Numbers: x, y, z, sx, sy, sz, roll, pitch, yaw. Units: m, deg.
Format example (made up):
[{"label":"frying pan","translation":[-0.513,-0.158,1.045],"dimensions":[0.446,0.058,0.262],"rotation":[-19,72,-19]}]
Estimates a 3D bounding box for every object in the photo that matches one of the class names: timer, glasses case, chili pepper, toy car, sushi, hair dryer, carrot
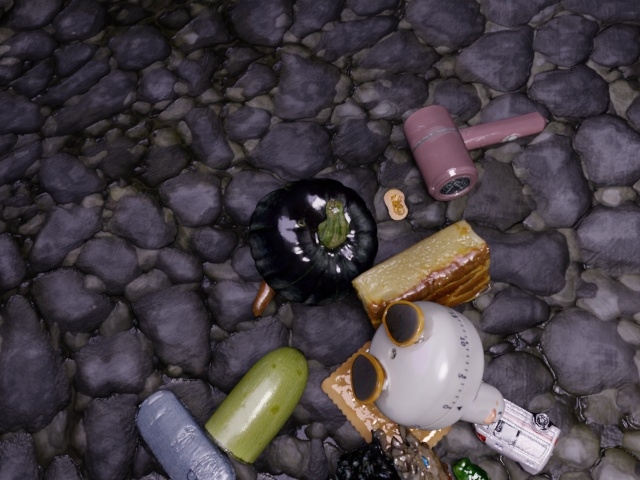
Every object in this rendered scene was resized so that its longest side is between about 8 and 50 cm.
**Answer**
[{"label":"timer","translation":[0.204,0.235,0.972],"dimensions":[0.233,0.240,0.233],"rotation":[-41,37,40]},{"label":"glasses case","translation":[-0.291,0.440,1.123],"dimensions":[0.109,0.067,0.282],"rotation":[-43,64,-12]},{"label":"chili pepper","translation":[0.294,0.496,0.971],"dimensions":[0.073,0.050,0.182],"rotation":[-7,65,2]},{"label":"toy car","translation":[0.342,0.350,1.012],"dimensions":[0.210,0.089,0.108],"rotation":[27,78,20]},{"label":"sushi","translation":[0.144,0.465,0.920],"dimensions":[0.219,0.238,0.225],"rotation":[-11,26,-1]},{"label":"hair dryer","translation":[0.402,-0.241,1.290],"dimensions":[0.353,0.125,0.210],"rotation":[-15,62,-2]},{"label":"carrot","translation":[-0.115,0.085,1.273],"dimensions":[0.061,0.061,0.209],"rotation":[15,73,20]}]

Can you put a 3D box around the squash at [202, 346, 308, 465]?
[{"label":"squash","translation":[-0.118,0.327,1.103],"dimensions":[0.133,0.132,0.247],"rotation":[31,75,25]}]

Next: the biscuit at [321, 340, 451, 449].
[{"label":"biscuit","translation":[0.132,0.341,1.095],"dimensions":[0.160,0.030,0.249],"rotation":[-40,62,-8]}]

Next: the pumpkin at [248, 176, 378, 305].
[{"label":"pumpkin","translation":[0.000,0.000,1.151],"dimensions":[0.296,0.295,0.295],"rotation":[-5,63,10]}]

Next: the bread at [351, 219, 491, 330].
[{"label":"bread","translation":[0.218,0.095,1.115],"dimensions":[0.275,0.184,0.114],"rotation":[-27,52,-1]}]

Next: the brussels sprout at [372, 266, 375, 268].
[{"label":"brussels sprout","translation":[0.125,0.094,1.214],"dimensions":[0.083,0.046,0.051],"rotation":[-43,56,-9]}]

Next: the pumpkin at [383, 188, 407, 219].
[{"label":"pumpkin","translation":[0.186,-0.085,1.301],"dimensions":[0.050,0.028,0.083],"rotation":[-12,70,5]}]
